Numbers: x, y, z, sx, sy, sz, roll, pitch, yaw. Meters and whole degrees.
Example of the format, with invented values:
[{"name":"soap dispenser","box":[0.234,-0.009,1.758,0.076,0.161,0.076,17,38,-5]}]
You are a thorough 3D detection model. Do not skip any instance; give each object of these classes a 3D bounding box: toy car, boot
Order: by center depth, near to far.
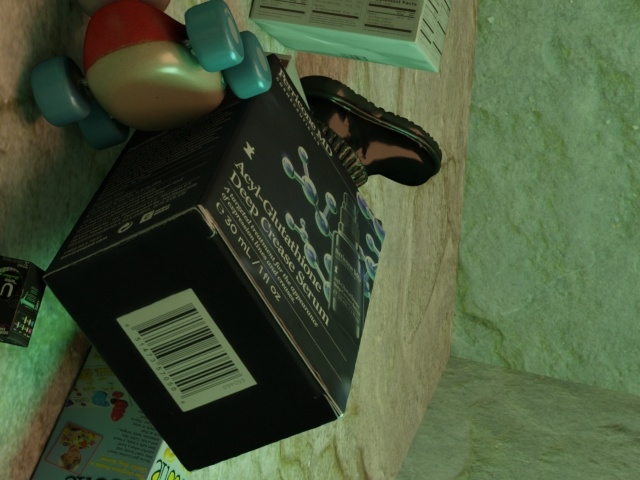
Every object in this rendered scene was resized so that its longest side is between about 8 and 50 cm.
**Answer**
[{"name":"toy car","box":[-0.201,-0.254,1.445,0.210,0.219,0.237,33,40,-73]},{"name":"boot","box":[0.054,-0.101,2.275,0.348,0.131,0.260,26,67,-33]}]

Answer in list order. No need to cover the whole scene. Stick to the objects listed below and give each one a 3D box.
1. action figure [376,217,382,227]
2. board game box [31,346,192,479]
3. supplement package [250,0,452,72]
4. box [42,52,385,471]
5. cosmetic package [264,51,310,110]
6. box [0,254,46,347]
[{"name":"action figure","box":[0.000,0.000,2.400,0.285,0.099,0.185,2,105,-60]},{"name":"board game box","box":[-0.235,0.242,1.653,0.142,0.144,0.275,77,29,-55]},{"name":"supplement package","box":[0.056,-0.369,2.036,0.204,0.262,0.145,20,82,-74]},{"name":"box","box":[-0.102,0.015,1.533,0.293,0.212,0.395,57,24,-23]},{"name":"cosmetic package","box":[-0.089,-0.178,1.914,0.238,0.127,0.107,63,41,-63]},{"name":"box","box":[-0.328,0.062,1.360,0.052,0.062,0.083,54,49,-70]}]
